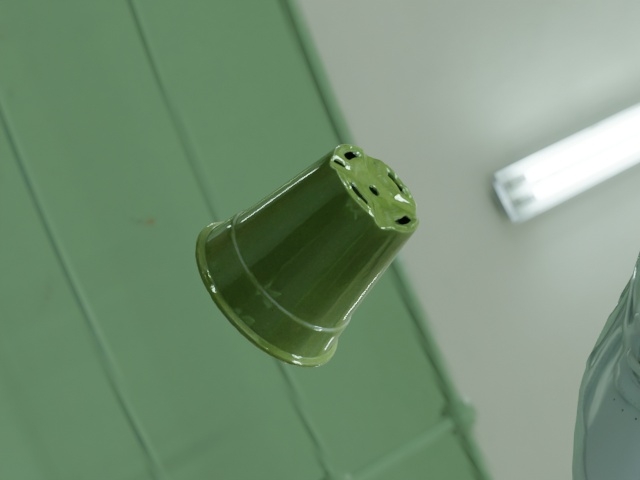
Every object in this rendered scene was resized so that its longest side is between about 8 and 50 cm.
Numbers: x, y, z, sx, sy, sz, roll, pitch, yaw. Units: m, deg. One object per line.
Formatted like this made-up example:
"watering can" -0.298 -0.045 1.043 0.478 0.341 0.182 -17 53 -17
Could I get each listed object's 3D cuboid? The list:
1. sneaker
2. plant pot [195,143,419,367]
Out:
"sneaker" 0.154 0.013 0.711 0.090 0.232 0.115 15 -18 28
"plant pot" 0.000 0.000 0.786 0.079 0.083 0.083 -45 -107 27
